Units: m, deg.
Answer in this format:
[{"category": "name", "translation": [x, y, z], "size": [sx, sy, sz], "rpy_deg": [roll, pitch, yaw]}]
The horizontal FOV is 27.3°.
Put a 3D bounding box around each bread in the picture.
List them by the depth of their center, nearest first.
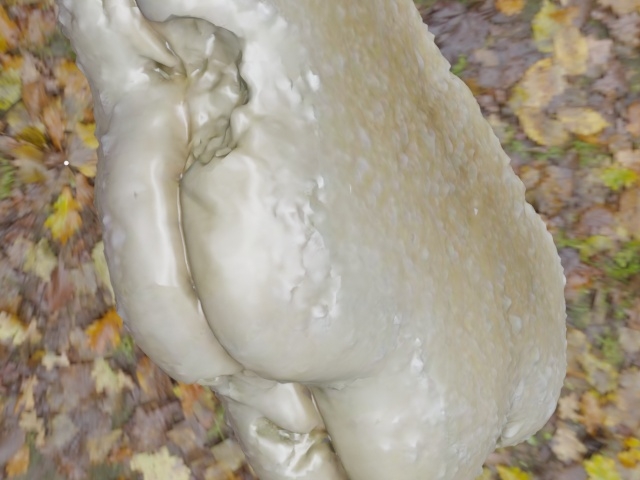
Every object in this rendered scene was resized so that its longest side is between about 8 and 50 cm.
[{"category": "bread", "translation": [0.005, -0.003, 0.503], "size": [0.102, 0.183, 0.337], "rpy_deg": [-13, 134, 24]}]
